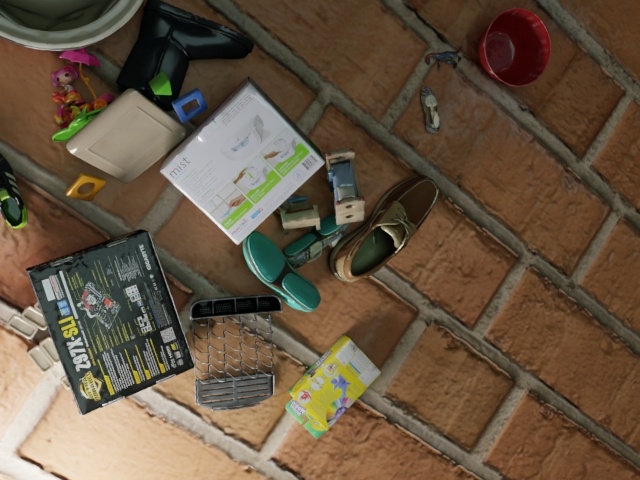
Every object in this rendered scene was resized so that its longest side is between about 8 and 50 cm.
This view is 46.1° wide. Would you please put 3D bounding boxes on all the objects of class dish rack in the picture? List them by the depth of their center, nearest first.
[{"bbox_3d":[-0.191,0.253,1.694,0.208,0.074,0.272,-3,98,-18],"label":"dish rack"}]

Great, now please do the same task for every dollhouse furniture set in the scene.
[{"bbox_3d":[-0.004,-0.108,1.672,0.183,0.129,0.129,-10,71,-2],"label":"dollhouse furniture set"}]

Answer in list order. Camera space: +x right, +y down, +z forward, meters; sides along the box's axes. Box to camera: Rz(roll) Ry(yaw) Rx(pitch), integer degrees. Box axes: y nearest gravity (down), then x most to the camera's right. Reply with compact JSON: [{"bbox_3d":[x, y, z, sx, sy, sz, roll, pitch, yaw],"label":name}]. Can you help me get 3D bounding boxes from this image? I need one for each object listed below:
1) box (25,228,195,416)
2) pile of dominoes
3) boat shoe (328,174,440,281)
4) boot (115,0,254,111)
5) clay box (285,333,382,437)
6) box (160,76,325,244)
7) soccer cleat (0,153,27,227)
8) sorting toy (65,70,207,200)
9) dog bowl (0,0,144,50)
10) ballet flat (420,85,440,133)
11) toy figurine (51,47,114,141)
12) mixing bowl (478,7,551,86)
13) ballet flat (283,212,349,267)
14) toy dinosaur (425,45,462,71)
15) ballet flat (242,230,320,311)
[{"bbox_3d":[-0.435,0.166,1.579,0.257,0.079,0.322,-21,100,-21],"label":"box"},{"bbox_3d":[-0.510,0.174,1.609,0.251,0.040,0.196,-38,106,-20],"label":"pile of dominoes"},{"bbox_3d":[0.163,-0.018,1.757,0.324,0.120,0.122,-46,108,-8],"label":"boat shoe"},{"bbox_3d":[-0.284,-0.366,1.579,0.246,0.094,0.207,18,91,-19],"label":"boot"},{"bbox_3d":[0.025,0.347,1.789,0.222,0.053,0.127,-44,108,-8],"label":"clay box"},{"bbox_3d":[-0.164,-0.169,1.589,0.262,0.127,0.231,-43,107,9],"label":"box"},{"bbox_3d":[-0.634,-0.107,1.501,0.060,0.072,0.179,-26,104,-14],"label":"soccer cleat"},{"bbox_3d":[-0.393,-0.213,1.522,0.347,0.196,0.047,-38,63,7],"label":"sorting toy"},{"bbox_3d":[-0.526,-0.565,1.445,0.407,0.150,0.408,-3,98,-19],"label":"dog bowl"},{"bbox_3d":[0.268,-0.313,1.801,0.041,0.041,0.114,-14,100,-17],"label":"ballet flat"},{"bbox_3d":[-0.490,-0.305,1.525,0.173,0.130,0.159,-22,87,11],"label":"toy figurine"},{"bbox_3d":[0.451,-0.460,1.814,0.181,0.098,0.182,-2,98,-18],"label":"mixing bowl"},{"bbox_3d":[0.000,0.000,1.743,0.188,0.070,0.070,-32,105,-11],"label":"ballet flat"},{"bbox_3d":[0.293,-0.438,1.806,0.082,0.047,0.090,20,57,-11],"label":"toy dinosaur"},{"bbox_3d":[-0.103,0.076,1.691,0.247,0.087,0.083,46,62,-24],"label":"ballet flat"}]
